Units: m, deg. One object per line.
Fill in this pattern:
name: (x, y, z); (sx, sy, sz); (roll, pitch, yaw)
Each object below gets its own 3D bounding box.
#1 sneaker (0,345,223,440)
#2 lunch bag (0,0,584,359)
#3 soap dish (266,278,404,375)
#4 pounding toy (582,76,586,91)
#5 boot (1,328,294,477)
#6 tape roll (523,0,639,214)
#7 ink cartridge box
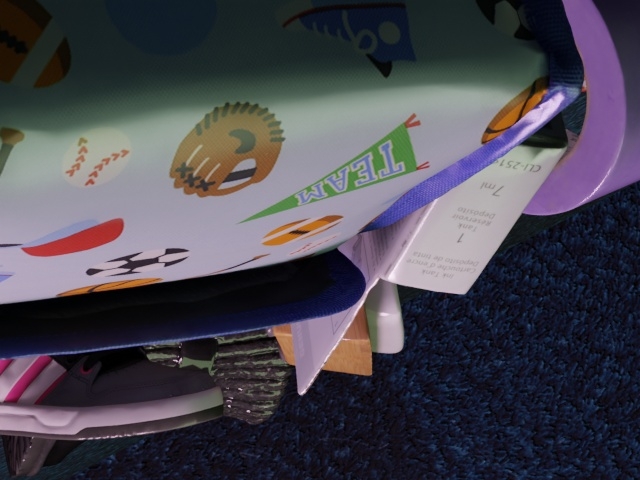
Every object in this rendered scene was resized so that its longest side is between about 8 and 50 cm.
sneaker: (-0.211, 0.062, 1.578); (0.296, 0.178, 0.124); (1, -175, 28)
lunch bag: (-0.113, -0.068, 0.944); (0.328, 0.239, 0.385); (-8, 168, -26)
soap dish: (0.000, 0.000, 1.748); (0.118, 0.229, 0.291); (-10, 170, 0)
pounding toy: (0.145, -0.145, 1.553); (0.237, 0.110, 0.183); (-31, -177, -1)
boot: (-0.187, 0.151, 2.042); (0.260, 0.131, 0.348); (-2, 159, -25)
tape roll: (0.159, -0.118, 1.335); (0.080, 0.189, 0.189); (-23, 169, -38)
ink cartridge box: (0.042, -0.081, 1.124); (0.060, 0.275, 0.239); (9, 138, -20)
